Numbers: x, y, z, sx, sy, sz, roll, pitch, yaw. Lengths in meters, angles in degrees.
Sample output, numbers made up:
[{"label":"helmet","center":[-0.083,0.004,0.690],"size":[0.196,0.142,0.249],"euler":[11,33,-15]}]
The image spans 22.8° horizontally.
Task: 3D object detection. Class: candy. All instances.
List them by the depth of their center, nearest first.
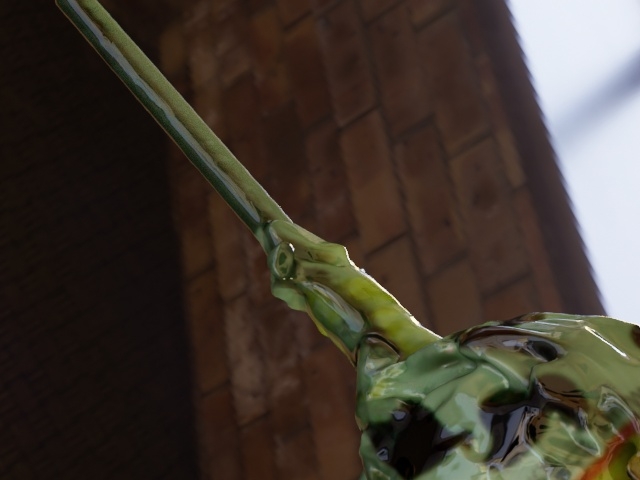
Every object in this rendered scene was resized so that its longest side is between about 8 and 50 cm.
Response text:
[{"label":"candy","center":[0.000,0.000,0.438],"size":[0.083,0.091,0.305],"euler":[8,31,-46]}]
